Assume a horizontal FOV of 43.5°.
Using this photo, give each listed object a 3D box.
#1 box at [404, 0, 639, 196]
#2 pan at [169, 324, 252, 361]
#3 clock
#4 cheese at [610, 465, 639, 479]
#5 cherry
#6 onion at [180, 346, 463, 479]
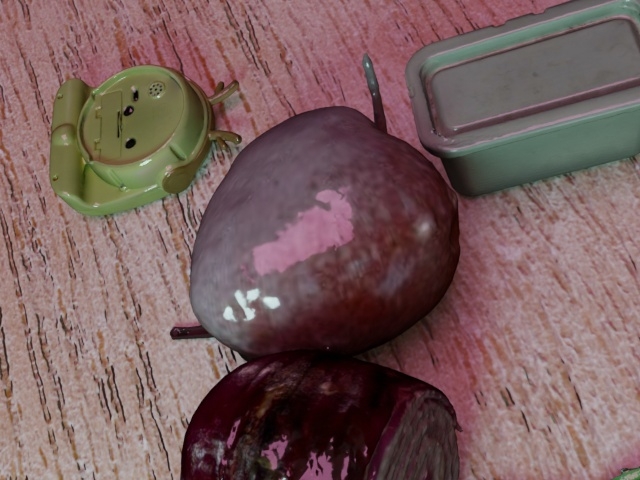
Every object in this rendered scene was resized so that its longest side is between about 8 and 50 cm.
[{"bbox_3d":[0.283,-0.172,1.043,0.311,0.182,0.175,-14,61,10],"label":"box"},{"bbox_3d":[-0.117,0.119,1.115,0.212,0.040,0.115,-3,59,16],"label":"pan"},{"bbox_3d":[-0.276,-0.178,1.278,0.307,0.096,0.235,-13,61,11],"label":"clock"},{"bbox_3d":[0.322,0.338,0.841,0.320,0.083,0.204,-1,67,15],"label":"cheese"},{"bbox_3d":[-0.008,-0.006,0.989,0.334,0.291,0.326,-28,43,-6],"label":"cherry"},{"bbox_3d":[-0.011,0.261,0.848,0.260,0.336,0.282,5,73,27],"label":"onion"}]
